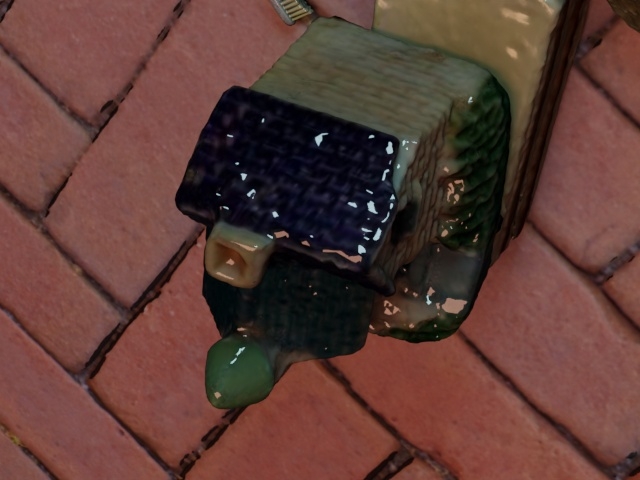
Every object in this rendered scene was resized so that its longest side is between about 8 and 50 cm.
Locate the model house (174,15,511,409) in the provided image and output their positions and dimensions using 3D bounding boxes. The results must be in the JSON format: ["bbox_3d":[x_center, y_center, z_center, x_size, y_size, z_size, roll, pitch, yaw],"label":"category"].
[{"bbox_3d":[-0.002,-0.002,1.412,0.243,0.284,0.298,23,127,21],"label":"model house"}]

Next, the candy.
[{"bbox_3d":[0.136,-0.150,1.503,0.179,0.135,0.320,23,127,17],"label":"candy"}]

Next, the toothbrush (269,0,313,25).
[{"bbox_3d":[-0.102,-0.386,1.574,0.037,0.028,0.375,-18,106,30],"label":"toothbrush"}]

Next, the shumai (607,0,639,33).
[{"bbox_3d":[0.381,-0.273,1.291,0.309,0.304,0.263,32,93,2],"label":"shumai"}]
